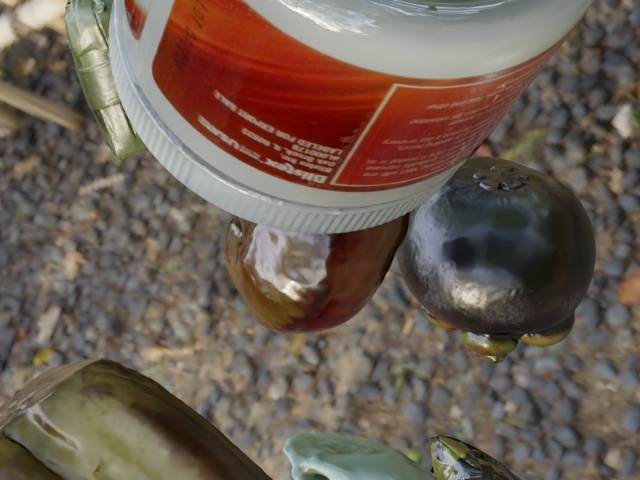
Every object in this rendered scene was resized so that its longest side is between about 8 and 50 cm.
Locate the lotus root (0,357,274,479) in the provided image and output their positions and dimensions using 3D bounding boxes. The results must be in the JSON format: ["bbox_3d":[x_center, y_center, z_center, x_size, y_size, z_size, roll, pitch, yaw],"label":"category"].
[{"bbox_3d":[-0.070,0.189,0.727,0.291,0.193,0.193,42,105,0],"label":"lotus root"}]

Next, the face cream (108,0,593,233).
[{"bbox_3d":[0.013,-0.128,0.706,0.187,0.201,0.201,124,150,-61],"label":"face cream"}]

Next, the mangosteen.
[{"bbox_3d":[0.240,0.042,2.121,0.275,0.275,0.302,40,141,45],"label":"mangosteen"}]

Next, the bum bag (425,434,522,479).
[{"bbox_3d":[0.174,0.253,1.482,0.060,0.232,0.107,-47,31,-8],"label":"bum bag"}]

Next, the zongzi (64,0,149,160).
[{"bbox_3d":[-0.114,-0.123,0.917,0.055,0.109,0.119,-10,34,10],"label":"zongzi"}]

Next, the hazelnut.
[{"bbox_3d":[0.000,0.000,1.835,0.251,0.217,0.217,127,143,-51],"label":"hazelnut"}]

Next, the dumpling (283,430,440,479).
[{"bbox_3d":[0.058,0.225,1.187,0.219,0.152,0.108,41,87,6],"label":"dumpling"}]
